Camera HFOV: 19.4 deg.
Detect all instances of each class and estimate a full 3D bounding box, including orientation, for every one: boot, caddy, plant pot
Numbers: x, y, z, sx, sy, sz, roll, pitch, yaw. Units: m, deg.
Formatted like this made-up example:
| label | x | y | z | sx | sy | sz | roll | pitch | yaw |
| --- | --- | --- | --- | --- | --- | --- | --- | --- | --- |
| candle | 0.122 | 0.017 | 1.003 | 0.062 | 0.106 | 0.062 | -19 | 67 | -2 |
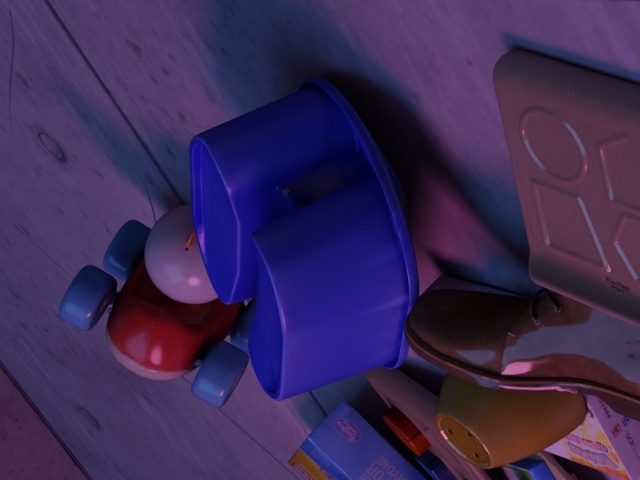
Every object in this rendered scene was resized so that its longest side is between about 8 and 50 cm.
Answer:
| label | x | y | z | sx | sy | sz | roll | pitch | yaw |
| --- | --- | --- | --- | --- | --- | --- | --- | --- | --- |
| boot | 0.204 | 0.066 | 1.583 | 0.305 | 0.112 | 0.115 | 10 | 129 | 33 |
| caddy | 0.000 | 0.000 | 1.769 | 0.341 | 0.179 | 0.241 | 95 | 150 | -63 |
| plant pot | 0.161 | 0.152 | 1.714 | 0.134 | 0.095 | 0.134 | 38 | 156 | 20 |

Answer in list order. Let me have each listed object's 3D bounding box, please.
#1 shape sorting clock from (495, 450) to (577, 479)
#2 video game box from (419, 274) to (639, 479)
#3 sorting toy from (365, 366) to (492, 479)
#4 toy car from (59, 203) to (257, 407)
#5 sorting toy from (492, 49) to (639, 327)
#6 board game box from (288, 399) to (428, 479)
| label | x | y | z | sx | sy | sz | roll | pitch | yaw |
| --- | --- | --- | --- | --- | --- | --- | --- | --- | --- |
| shape sorting clock | 0.249 | 0.283 | 1.979 | 0.206 | 0.040 | 0.206 | 53 | 168 | 17 |
| video game box | 0.204 | 0.129 | 1.790 | 0.205 | 0.048 | 0.187 | 14 | 145 | 54 |
| sorting toy | 0.160 | 0.261 | 2.041 | 0.229 | 0.041 | 0.307 | 57 | 169 | -25 |
| toy car | -0.142 | 0.025 | 2.142 | 0.219 | 0.210 | 0.238 | 30 | 128 | 6 |
| sorting toy | 0.222 | -0.035 | 1.436 | 0.193 | 0.038 | 0.208 | 24 | 136 | 45 |
| board game box | 0.076 | 0.317 | 2.289 | 0.242 | 0.064 | 0.316 | 44 | 168 | 5 |
